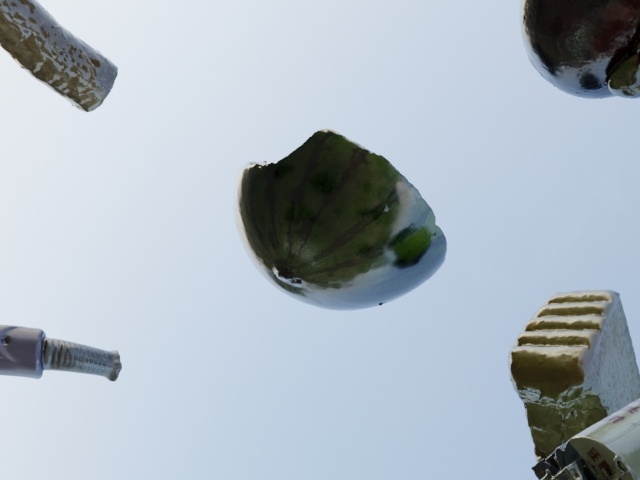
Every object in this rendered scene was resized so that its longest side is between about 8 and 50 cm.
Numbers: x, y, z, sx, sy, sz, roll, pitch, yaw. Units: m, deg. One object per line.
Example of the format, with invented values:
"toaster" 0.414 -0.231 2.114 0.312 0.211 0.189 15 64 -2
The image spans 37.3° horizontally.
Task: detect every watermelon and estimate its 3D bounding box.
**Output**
"watermelon" 0.000 0.000 1.365 0.331 0.331 0.189 21 -117 45

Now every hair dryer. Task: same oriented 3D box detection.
"hair dryer" -0.371 0.124 0.889 0.301 0.361 0.121 113 -23 -58

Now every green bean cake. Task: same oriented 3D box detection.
"green bean cake" 0.338 0.207 1.247 0.124 0.233 0.236 -6 -67 34

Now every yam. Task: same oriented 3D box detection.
"yam" -0.376 -0.267 1.077 0.081 0.357 0.081 -22 -130 30

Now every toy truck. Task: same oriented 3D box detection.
"toy truck" 0.215 0.139 0.630 0.074 0.202 0.088 51 -47 25

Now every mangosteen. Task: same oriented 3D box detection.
"mangosteen" 0.332 -0.265 1.057 0.216 0.216 0.216 -2 -93 47
